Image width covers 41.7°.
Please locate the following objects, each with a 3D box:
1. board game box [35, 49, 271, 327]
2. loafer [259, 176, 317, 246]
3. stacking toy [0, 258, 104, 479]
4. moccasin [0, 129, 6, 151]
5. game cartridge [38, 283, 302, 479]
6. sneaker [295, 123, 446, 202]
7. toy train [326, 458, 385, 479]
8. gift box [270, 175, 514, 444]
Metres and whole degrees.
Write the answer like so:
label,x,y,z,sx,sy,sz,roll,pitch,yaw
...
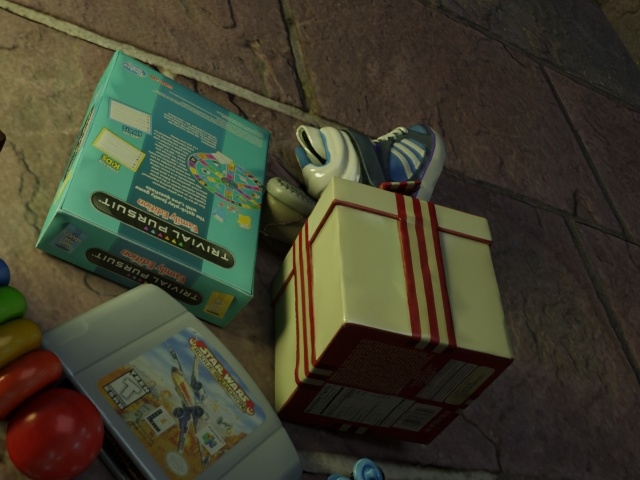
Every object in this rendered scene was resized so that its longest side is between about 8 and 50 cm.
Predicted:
label,x,y,z,sx,sy,sz,roll,pitch,yaw
board game box,-0.203,-0.076,1.118,0.253,0.079,0.336,26,40,-21
loafer,0.000,0.000,1.242,0.251,0.087,0.094,34,9,-30
stacking toy,-0.328,0.091,0.811,0.330,0.141,0.141,53,37,1
moccasin,-0.335,0.057,0.672,0.147,0.139,0.380,15,53,-22
game cartridge,-0.157,0.187,0.922,0.297,0.062,0.198,49,41,8
sneaker,0.076,-0.149,1.405,0.236,0.130,0.323,37,42,-15
toy train,0.029,0.322,0.940,0.184,0.080,0.105,-23,77,-52
gift box,0.090,0.093,1.084,0.276,0.255,0.258,17,45,-22
